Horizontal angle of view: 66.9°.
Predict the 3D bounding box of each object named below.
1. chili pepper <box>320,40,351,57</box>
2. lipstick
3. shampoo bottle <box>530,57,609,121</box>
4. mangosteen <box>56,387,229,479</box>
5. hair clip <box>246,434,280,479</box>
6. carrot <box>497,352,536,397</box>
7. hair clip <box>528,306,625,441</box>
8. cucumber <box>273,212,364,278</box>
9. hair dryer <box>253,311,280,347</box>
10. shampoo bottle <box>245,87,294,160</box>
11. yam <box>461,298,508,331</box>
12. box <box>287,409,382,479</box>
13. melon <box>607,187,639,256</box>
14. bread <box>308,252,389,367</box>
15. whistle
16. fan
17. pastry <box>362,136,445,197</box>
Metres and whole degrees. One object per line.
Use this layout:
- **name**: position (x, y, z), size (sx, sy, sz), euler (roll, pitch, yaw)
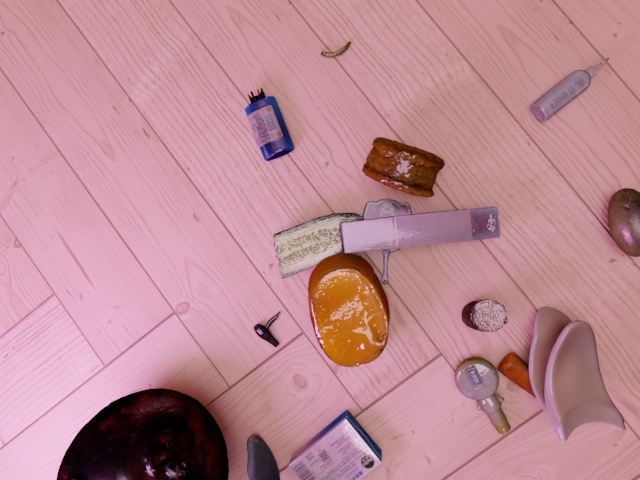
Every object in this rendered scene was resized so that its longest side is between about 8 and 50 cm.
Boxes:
- **chili pepper**: position (0.041, -0.492, 1.254), size (0.083, 0.017, 0.030), euler (-14, 86, 7)
- **lipstick**: position (0.234, -0.025, 1.165), size (0.371, 0.076, 0.079), euler (-6, 92, -2)
- **shampoo bottle**: position (0.601, -0.367, 1.164), size (0.195, 0.056, 0.056), euler (-38, 85, 4)
- **mangosteen**: position (-0.420, 0.559, 1.115), size (0.421, 0.381, 0.381), euler (-43, 84, 9)
- **hair clip**: position (-0.125, 0.716, 1.111), size (0.392, 0.318, 0.238), euler (42, 97, 4)
- **carrot**: position (0.527, 0.356, 1.161), size (0.210, 0.061, 0.061), euler (39, 94, 3)
- **hair clip**: position (0.569, 0.295, 1.116), size (0.172, 0.113, 0.282), euler (-4, 84, -14)
- **cucumber**: position (0.000, 0.000, 1.227), size (0.244, 0.063, 0.115), euler (-19, 94, 4)
- **hair dryer**: position (-0.123, 0.226, 1.261), size (0.079, 0.031, 0.083), euler (41, 86, -5)
- **shampoo bottle**: position (-0.138, -0.304, 1.256), size (0.087, 0.050, 0.183), euler (-22, 87, 9)
- **yam**: position (0.384, 0.177, 1.147), size (0.084, 0.127, 0.084), euler (-1, 84, 5)
- **box**: position (0.037, 0.544, 1.208), size (0.194, 0.073, 0.139), euler (-41, 85, 4)
- **melon**: position (0.722, -0.042, 1.122), size (0.099, 0.099, 0.162), euler (-15, 82, 7)
- **bread**: position (0.067, 0.168, 1.172), size (0.195, 0.142, 0.269), euler (-15, 99, 6)
- **whistle**: position (0.399, 0.377, 1.173), size (0.104, 0.057, 0.198), euler (-27, 88, 17)
- **fan**: position (0.168, 0.003, 1.234), size (0.132, 0.009, 0.220), euler (1, 88, 10)
- **pastry**: position (0.195, -0.175, 1.145), size (0.189, 0.189, 0.103), euler (21, 105, 7)
